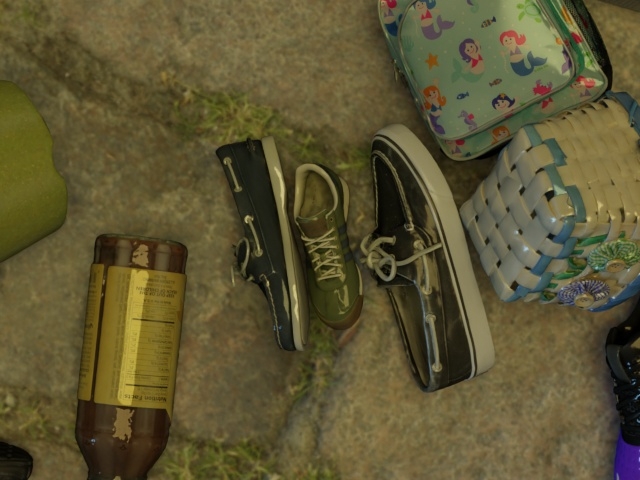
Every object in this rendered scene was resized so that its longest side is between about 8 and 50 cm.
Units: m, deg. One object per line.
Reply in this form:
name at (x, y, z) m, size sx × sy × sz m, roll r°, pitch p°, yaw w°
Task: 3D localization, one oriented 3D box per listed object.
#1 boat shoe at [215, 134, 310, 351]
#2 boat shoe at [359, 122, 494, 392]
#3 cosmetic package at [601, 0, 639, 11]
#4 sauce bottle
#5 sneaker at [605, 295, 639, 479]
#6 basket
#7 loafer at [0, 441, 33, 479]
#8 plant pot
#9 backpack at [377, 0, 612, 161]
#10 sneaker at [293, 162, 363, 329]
boat shoe at (-0.065, 0.006, 1.860) m, size 0.079 × 0.095 × 0.254 m, roll -11°, pitch 82°, yaw 2°
boat shoe at (0.101, 0.022, 1.876) m, size 0.105 × 0.113 × 0.306 m, roll -20°, pitch 99°, yaw -22°
cosmetic package at (0.380, -0.336, 1.945) m, size 0.231 × 0.085 × 0.117 m, roll 16°, pitch 86°, yaw -4°
sauce bottle at (-0.217, 0.167, 1.830) m, size 0.111 × 0.111 × 0.344 m, roll 7°, pitch 88°, yaw -7°
sneaker at (0.372, 0.166, 1.883) m, size 0.146 × 0.102 × 0.293 m, roll 26°, pitch 75°, yaw -38°
basket at (0.321, -0.038, 1.814) m, size 0.289 × 0.255 × 0.201 m, roll -14°, pitch 64°, yaw -26°
loafer at (-0.431, 0.263, 1.818) m, size 0.223 × 0.076 × 0.078 m, roll -1°, pitch 101°, yaw -9°
plant pot at (-0.419, -0.049, 1.741) m, size 0.254 × 0.276 × 0.276 m, roll -24°, pitch 91°, yaw -29°
backpack at (0.187, -0.235, 1.857) m, size 0.225 × 0.191 × 0.253 m, roll -25°, pitch 84°, yaw 18°
sneaker at (0.000, 0.000, 1.847) m, size 0.064 × 0.086 × 0.192 m, roll -13°, pitch 65°, yaw 19°
